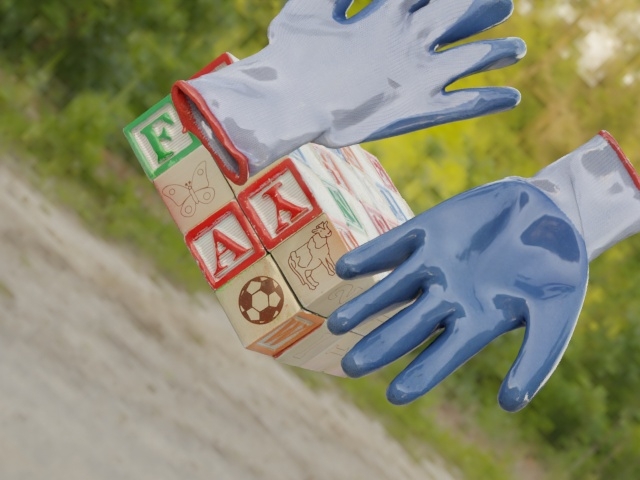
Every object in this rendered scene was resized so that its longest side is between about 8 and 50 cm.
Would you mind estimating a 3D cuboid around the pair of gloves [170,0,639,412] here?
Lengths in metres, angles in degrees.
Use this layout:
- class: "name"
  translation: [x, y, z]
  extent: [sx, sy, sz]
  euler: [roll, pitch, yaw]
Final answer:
- class: "pair of gloves"
  translation: [0.044, -0.027, 0.720]
  extent: [0.198, 0.159, 0.023]
  euler: [56, -22, 9]

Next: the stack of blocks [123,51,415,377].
- class: "stack of blocks"
  translation: [0.000, 0.000, 1.224]
  extent: [0.171, 0.087, 0.297]
  euler: [59, 12, 20]
